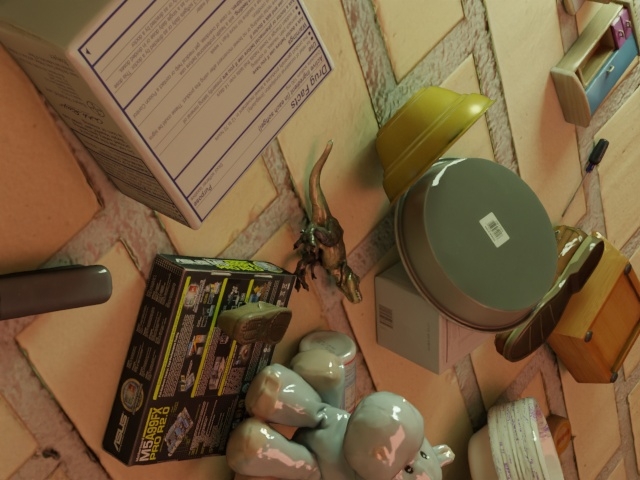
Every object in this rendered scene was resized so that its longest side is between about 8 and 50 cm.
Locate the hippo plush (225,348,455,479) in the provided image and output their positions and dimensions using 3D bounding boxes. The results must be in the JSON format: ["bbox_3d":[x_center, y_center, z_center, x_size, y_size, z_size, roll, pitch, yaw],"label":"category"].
[{"bbox_3d":[0.031,0.306,1.510,0.234,0.237,0.294,-39,125,-34],"label":"hippo plush"}]

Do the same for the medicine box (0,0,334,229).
[{"bbox_3d":[-0.158,-0.209,1.218,0.263,0.149,0.289,-51,140,-18],"label":"medicine box"}]

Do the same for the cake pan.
[{"bbox_3d":[0.250,-0.004,1.732,0.293,0.054,0.293,13,64,-27],"label":"cake pan"}]

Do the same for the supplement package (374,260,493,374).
[{"bbox_3d":[0.219,0.085,1.824,0.244,0.134,0.139,-29,129,-37],"label":"supplement package"}]

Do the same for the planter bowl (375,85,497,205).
[{"bbox_3d":[0.144,-0.155,1.614,0.217,0.090,0.217,-46,179,-1],"label":"planter bowl"}]

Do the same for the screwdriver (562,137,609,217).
[{"bbox_3d":[0.502,-0.118,2.146,0.169,0.024,0.025,-62,171,5],"label":"screwdriver"}]

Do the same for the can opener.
[{"bbox_3d":[-0.349,0.086,1.200,0.283,0.076,0.095,-8,95,-47],"label":"can opener"}]

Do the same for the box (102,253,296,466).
[{"bbox_3d":[-0.156,0.157,1.487,0.216,0.060,0.270,5,105,-50],"label":"box"}]

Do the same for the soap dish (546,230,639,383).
[{"bbox_3d":[0.555,0.147,2.264,0.229,0.118,0.291,-57,142,-11],"label":"soap dish"}]

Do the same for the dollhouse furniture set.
[{"bbox_3d":[0.569,-0.306,1.890,0.198,0.303,0.286,-52,140,-18],"label":"dollhouse furniture set"}]

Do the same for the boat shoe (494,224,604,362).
[{"bbox_3d":[0.398,0.095,2.070,0.307,0.104,0.110,-45,146,-27],"label":"boat shoe"}]

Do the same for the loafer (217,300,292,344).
[{"bbox_3d":[-0.083,0.103,1.457,0.056,0.050,0.148,-66,158,5],"label":"loafer"}]

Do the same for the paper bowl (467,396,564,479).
[{"bbox_3d":[0.372,0.448,2.121,0.284,0.148,0.284,-18,90,-77],"label":"paper bowl"}]

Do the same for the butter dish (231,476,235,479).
[{"bbox_3d":[-0.087,0.405,1.662,0.160,0.118,0.160,20,52,-49],"label":"butter dish"}]

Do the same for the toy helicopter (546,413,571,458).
[{"bbox_3d":[0.432,0.517,2.340,0.235,0.140,0.355,46,62,-41],"label":"toy helicopter"}]

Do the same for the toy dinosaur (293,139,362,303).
[{"bbox_3d":[0.000,0.000,1.586,0.118,0.064,0.268,-51,141,-41],"label":"toy dinosaur"}]

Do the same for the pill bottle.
[{"bbox_3d":[0.010,0.222,1.691,0.087,0.087,0.160,-25,127,-40],"label":"pill bottle"}]
